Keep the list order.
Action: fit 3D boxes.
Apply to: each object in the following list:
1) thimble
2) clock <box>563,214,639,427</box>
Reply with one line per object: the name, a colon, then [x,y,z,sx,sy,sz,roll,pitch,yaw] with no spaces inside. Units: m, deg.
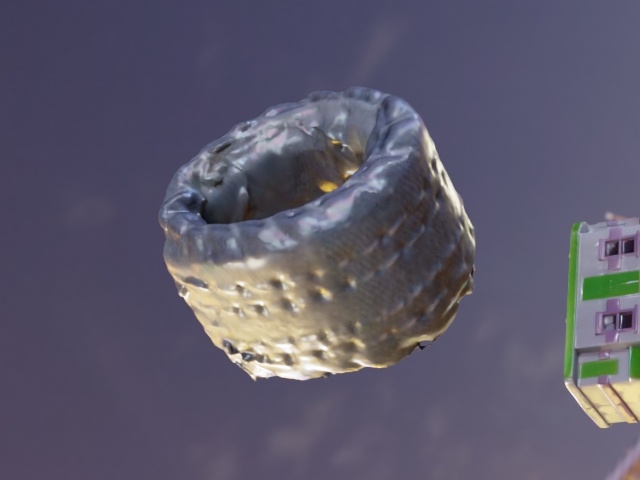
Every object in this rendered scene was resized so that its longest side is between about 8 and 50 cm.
thimble: [0.000,0.000,1.316,0.236,0.205,0.172,-24,-59,4]
clock: [0.457,0.075,1.922,0.166,0.309,0.235,48,-139,-48]
